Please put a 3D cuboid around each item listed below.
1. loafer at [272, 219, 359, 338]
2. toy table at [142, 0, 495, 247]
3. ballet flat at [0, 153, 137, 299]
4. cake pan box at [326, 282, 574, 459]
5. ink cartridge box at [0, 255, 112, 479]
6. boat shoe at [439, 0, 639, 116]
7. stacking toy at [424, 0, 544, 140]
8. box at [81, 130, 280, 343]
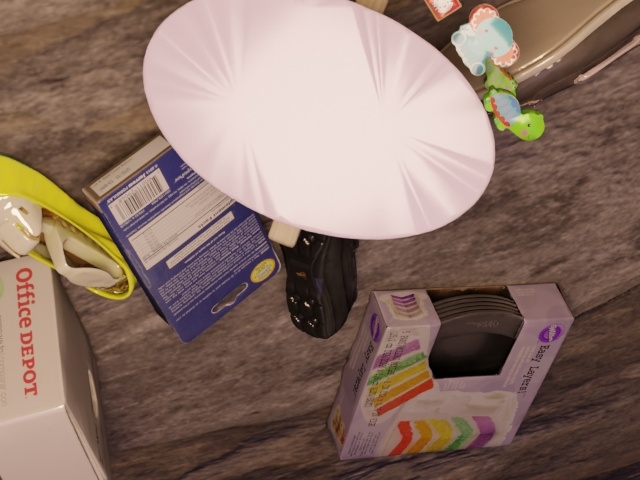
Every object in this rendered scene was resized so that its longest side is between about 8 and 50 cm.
[{"bbox_3d":[0.000,0.000,1.154,0.078,0.076,0.223,-43,140,-40],"label":"loafer"},{"bbox_3d":[0.003,-0.108,0.916,0.274,0.161,0.252,32,98,-2],"label":"toy table"},{"bbox_3d":[-0.257,-0.008,1.043,0.077,0.077,0.231,-35,135,22],"label":"ballet flat"},{"bbox_3d":[0.155,0.158,1.366,0.245,0.070,0.267,-2,134,-20],"label":"cake pan box"},{"bbox_3d":[-0.362,0.170,1.098,0.270,0.198,0.197,-14,139,-5],"label":"ink cartridge box"},{"bbox_3d":[0.248,-0.191,1.008,0.335,0.112,0.095,-33,131,10],"label":"boat shoe"},{"bbox_3d":[0.109,-0.186,0.858,0.052,0.167,0.221,-31,104,14],"label":"stacking toy"},{"bbox_3d":[-0.126,-0.009,1.082,0.136,0.036,0.225,-39,138,-16],"label":"box"}]
